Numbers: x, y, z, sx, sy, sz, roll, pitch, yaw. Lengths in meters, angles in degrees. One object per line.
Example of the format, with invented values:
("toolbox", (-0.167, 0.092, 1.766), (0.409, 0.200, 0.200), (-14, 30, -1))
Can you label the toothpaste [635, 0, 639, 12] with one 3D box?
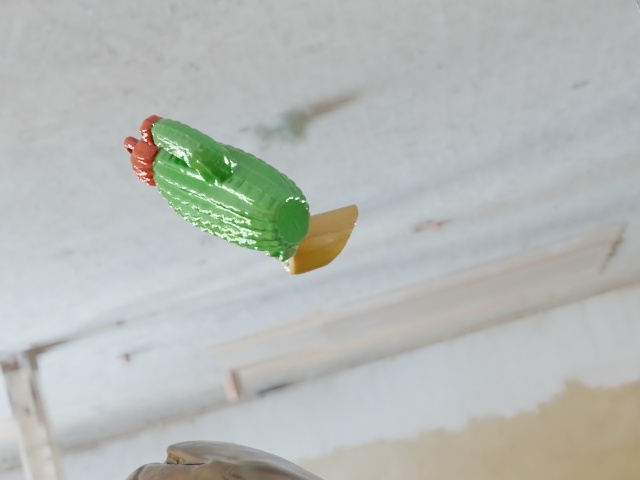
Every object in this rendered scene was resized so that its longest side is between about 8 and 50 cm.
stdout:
("toothpaste", (0.362, -0.306, 1.738), (0.028, 0.045, 0.170), (-11, 140, 16))

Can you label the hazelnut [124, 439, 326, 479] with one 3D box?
("hazelnut", (-0.094, 0.421, 1.901), (0.409, 0.359, 0.359), (26, -170, 28))

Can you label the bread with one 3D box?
("bread", (0.001, 0.000, 1.748), (0.103, 0.062, 0.049), (-16, -174, -22))

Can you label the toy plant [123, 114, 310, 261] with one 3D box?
("toy plant", (-0.112, -0.062, 1.512), (0.088, 0.240, 0.155), (-51, 165, -15))
